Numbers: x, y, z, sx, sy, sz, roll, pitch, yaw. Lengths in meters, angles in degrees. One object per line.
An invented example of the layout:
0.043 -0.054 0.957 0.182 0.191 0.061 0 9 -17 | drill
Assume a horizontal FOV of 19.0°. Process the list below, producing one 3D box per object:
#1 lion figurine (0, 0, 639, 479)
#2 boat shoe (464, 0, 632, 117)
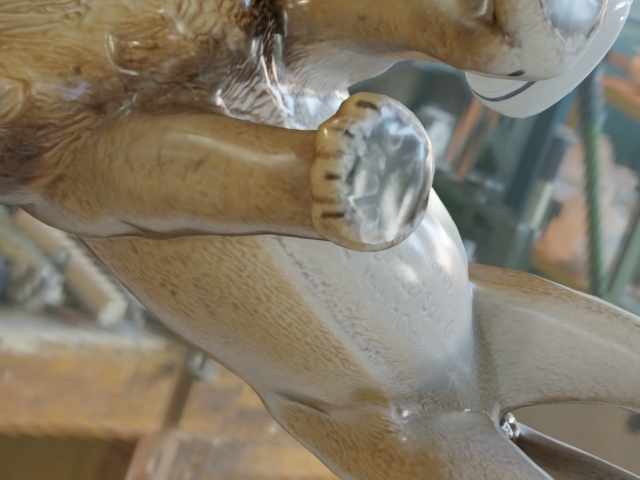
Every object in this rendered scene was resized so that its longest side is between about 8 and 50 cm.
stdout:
0.000 0.000 0.551 0.240 0.142 0.392 10 -38 46 | lion figurine
0.132 -0.190 1.000 0.084 0.258 0.095 15 14 -42 | boat shoe
